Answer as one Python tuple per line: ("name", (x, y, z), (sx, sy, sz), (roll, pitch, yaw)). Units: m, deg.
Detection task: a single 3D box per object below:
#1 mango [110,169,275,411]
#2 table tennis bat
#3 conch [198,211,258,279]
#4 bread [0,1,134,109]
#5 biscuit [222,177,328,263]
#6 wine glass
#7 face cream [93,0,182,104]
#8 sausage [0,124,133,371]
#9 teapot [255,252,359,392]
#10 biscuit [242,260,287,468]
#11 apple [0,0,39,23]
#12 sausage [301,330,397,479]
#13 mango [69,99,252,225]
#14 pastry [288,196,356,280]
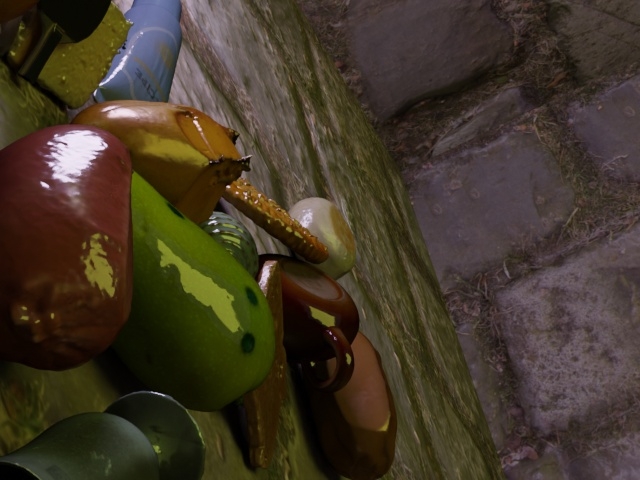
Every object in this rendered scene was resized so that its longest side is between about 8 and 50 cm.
("mango", (-0.156, 0.039, 1.084), (0.293, 0.143, 0.175), (52, 12, -13))
("table tennis bat", (-0.261, -0.232, 1.155), (0.014, 0.158, 0.095), (24, -10, 28))
("conch", (-0.123, 0.027, 1.354), (0.153, 0.102, 0.135), (-78, 157, -72))
("bread", (-0.293, -0.229, 1.212), (0.147, 0.127, 0.152), (50, 52, -58))
("biscuit", (-0.088, -0.050, 1.560), (0.254, 0.035, 0.254), (38, 2, -1))
("wine glass", (-0.169, 0.175, 0.809), (0.103, 0.103, 0.231), (66, 14, 6))
("face cream", (-0.228, -0.220, 1.441), (0.385, 0.086, 0.136), (-91, 159, -54))
("sausage", (-0.213, 0.002, 0.891), (0.148, 0.148, 0.254), (58, 8, -32))
("teapot", (-0.032, 0.114, 1.477), (0.178, 0.135, 0.252), (11, 27, -38))
("biscuit", (-0.068, 0.142, 1.332), (0.162, 0.035, 0.250), (67, 26, -67))
("apple", (-0.312, -0.270, 0.951), (0.195, 0.160, 0.173), (55, 19, -46))
("sausage", (0.041, 0.224, 1.608), (0.136, 0.120, 0.241), (105, -24, -52))
("mango", (-0.178, -0.087, 1.215), (0.154, 0.126, 0.252), (38, 13, 26))
("pastry", (0.000, 0.000, 1.980), (0.156, 0.092, 0.156), (51, 20, -26))
